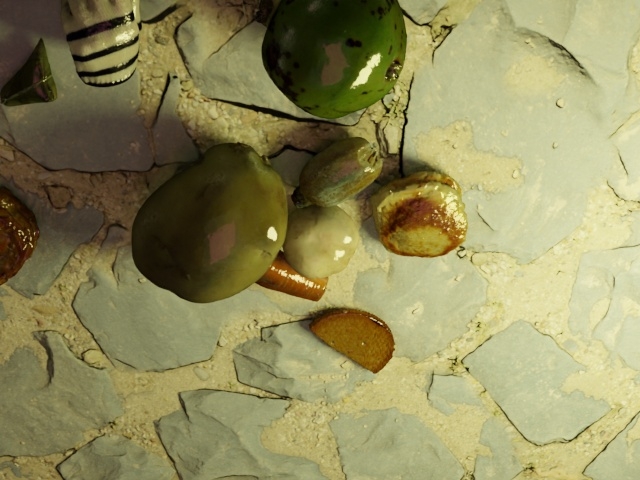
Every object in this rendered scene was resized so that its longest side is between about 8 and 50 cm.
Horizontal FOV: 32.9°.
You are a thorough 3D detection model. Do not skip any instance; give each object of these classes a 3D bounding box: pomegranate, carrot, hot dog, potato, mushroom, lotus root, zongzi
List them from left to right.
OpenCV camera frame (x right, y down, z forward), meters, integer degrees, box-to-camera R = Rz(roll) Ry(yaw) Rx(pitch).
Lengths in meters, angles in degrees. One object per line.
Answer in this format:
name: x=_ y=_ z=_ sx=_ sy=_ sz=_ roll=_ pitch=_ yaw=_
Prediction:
hot dog: x=-0.669 y=0.016 z=2.069 sx=0.259 sy=0.114 sz=0.175 roll=-31 pitch=122 yaw=18
zongzi: x=-0.521 y=-0.293 z=1.898 sx=0.104 sy=0.052 sz=0.113 roll=-6 pitch=113 yaw=8
potato: x=-0.197 y=-0.020 z=1.997 sx=0.326 sy=0.221 sz=0.243 roll=-35 pitch=77 yaw=20
carrot: x=-0.078 y=0.065 z=2.157 sx=0.193 sy=0.087 sz=0.087 roll=30 pitch=119 yaw=-26
mushroom: x=0.000 y=0.000 z=2.098 sx=0.154 sy=0.122 sz=0.154 roll=0 pitch=90 yaw=11
pomegranate: x=0.010 y=-0.331 z=1.787 sx=0.270 sy=0.254 sz=0.254 roll=25 pitch=124 yaw=6
lotus root: x=0.025 y=-0.119 z=2.026 sx=0.192 sy=0.088 sz=0.113 roll=-32 pitch=128 yaw=19

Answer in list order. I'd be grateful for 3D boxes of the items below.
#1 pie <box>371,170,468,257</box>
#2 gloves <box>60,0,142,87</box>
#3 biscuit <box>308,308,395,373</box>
pie: x=0.191 y=-0.045 z=2.089 sx=0.178 sy=0.084 sz=0.205 roll=-8 pitch=129 yaw=3
gloves: x=-0.364 y=-0.373 z=1.799 sx=0.140 sy=0.131 sz=0.219 roll=-3 pitch=135 yaw=-4
biscuit: x=0.083 y=0.201 z=2.298 sx=0.206 sy=0.025 sz=0.126 roll=36 pitch=117 yaw=-26
